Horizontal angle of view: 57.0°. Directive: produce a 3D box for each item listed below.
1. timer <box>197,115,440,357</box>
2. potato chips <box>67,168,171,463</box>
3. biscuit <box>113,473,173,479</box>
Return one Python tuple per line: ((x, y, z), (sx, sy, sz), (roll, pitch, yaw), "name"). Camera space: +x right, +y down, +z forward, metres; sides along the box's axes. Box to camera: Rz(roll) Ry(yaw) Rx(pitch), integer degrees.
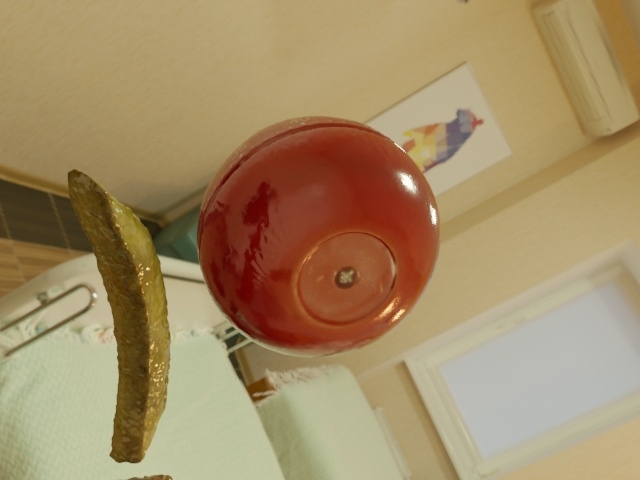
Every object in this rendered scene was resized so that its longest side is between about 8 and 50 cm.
((0.000, 0.000, 0.918), (0.378, 0.378, 0.279), (53, 3, -31), "timer")
((-0.211, 0.097, 0.658), (0.080, 0.057, 0.406), (-44, 148, -50), "potato chips")
((-0.651, 0.786, 1.689), (0.395, 0.343, 0.166), (35, 46, -68), "biscuit")
